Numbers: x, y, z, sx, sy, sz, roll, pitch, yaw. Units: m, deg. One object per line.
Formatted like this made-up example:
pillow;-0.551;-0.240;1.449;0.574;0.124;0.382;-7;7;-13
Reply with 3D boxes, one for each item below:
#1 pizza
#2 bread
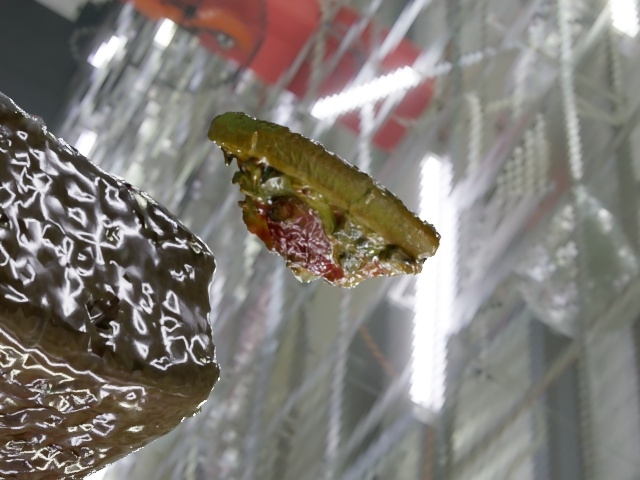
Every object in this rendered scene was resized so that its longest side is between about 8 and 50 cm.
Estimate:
pizza;0.000;0.000;0.523;0.025;0.083;0.078;-50;156;-26
bread;-0.212;-0.025;0.484;0.165;0.416;0.113;-24;-127;26
